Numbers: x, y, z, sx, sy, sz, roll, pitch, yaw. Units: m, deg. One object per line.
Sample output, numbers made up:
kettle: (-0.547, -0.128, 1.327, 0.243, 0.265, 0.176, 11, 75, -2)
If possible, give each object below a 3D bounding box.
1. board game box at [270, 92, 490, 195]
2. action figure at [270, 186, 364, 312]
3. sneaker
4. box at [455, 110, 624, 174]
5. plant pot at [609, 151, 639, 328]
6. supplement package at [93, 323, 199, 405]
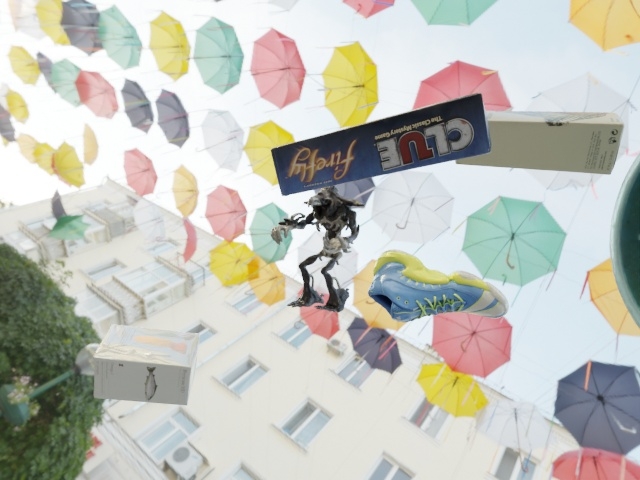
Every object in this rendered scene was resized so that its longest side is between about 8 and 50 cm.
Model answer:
board game box: (0.081, -0.093, 0.417, 0.164, 0.243, 0.042, -9, -81, 24)
action figure: (0.000, 0.000, 0.827, 0.163, 0.140, 0.276, 5, -86, 37)
sneaker: (0.192, 0.108, 0.732, 0.239, 0.126, 0.091, 20, -31, 28)
box: (0.413, -0.197, 0.817, 0.274, 0.113, 0.094, 9, -61, 22)
plant pot: (0.562, 0.010, 0.405, 0.333, 0.341, 0.341, 12, -49, -16)
supplement package: (-0.345, 0.250, 0.844, 0.179, 0.105, 0.105, 8, -66, -10)
